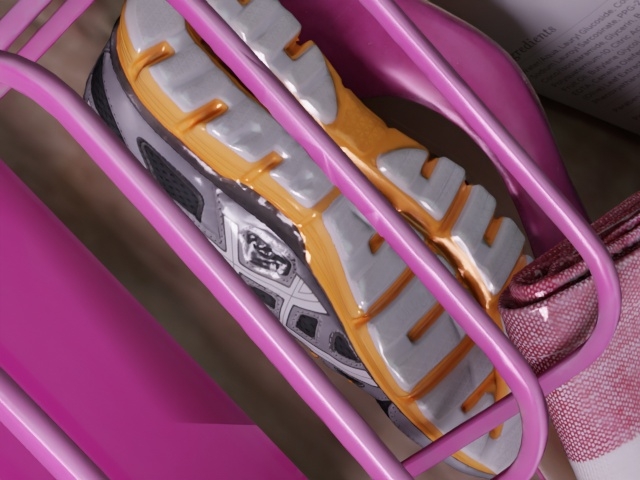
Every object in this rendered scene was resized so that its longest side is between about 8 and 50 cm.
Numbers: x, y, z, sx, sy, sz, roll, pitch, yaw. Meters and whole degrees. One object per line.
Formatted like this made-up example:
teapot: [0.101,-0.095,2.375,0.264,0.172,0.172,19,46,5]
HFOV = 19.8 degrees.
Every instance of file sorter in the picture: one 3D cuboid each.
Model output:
file sorter: [-0.073,0.057,0.465,0.202,0.182,0.290,47,38,-4]

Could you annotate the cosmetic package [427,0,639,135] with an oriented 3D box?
cosmetic package: [0.067,-0.190,0.738,0.365,0.155,0.197,18,59,-26]

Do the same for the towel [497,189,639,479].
towel: [0.216,0.097,0.650,0.237,0.037,0.329,-33,109,-21]

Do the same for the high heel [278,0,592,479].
high heel: [0.046,0.000,0.687,0.244,0.082,0.117,41,61,-14]

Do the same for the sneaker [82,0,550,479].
sneaker: [0.000,0.000,0.646,0.215,0.083,0.084,50,51,-4]
